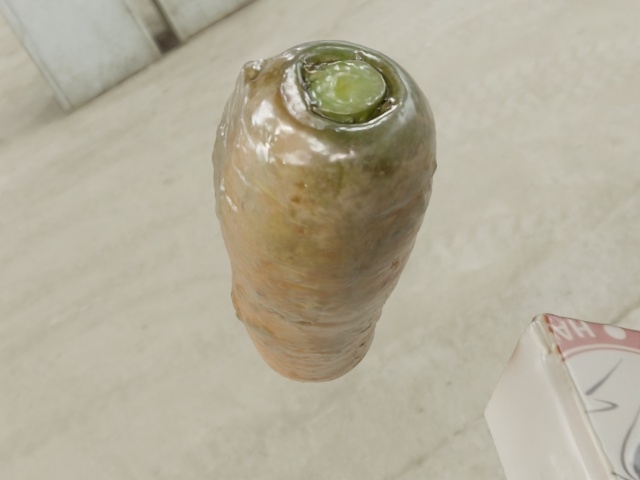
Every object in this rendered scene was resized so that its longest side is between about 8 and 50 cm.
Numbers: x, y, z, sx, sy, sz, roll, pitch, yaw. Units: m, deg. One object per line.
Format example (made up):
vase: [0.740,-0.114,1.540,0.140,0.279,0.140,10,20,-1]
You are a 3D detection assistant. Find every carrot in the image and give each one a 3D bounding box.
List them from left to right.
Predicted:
carrot: [0.000,0.000,0.703,0.139,0.301,0.138,-1,58,1]

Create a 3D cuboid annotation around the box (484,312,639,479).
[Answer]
box: [0.253,0.143,0.399,0.353,0.069,0.214,10,33,-15]
